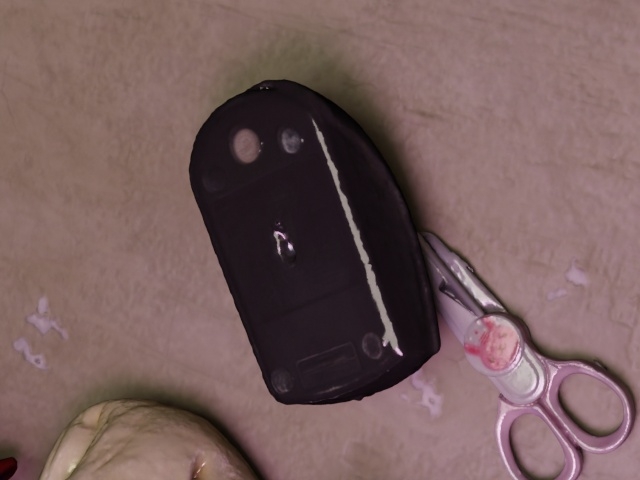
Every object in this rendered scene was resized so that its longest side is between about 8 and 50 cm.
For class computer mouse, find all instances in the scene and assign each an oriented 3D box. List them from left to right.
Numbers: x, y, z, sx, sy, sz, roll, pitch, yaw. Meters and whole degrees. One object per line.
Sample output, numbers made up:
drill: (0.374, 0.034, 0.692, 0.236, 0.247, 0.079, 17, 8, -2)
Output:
computer mouse: (0.000, 0.000, 1.353, 0.170, 0.100, 0.269, -23, 85, 42)

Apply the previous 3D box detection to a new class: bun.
bun: (-0.158, 0.272, 1.406, 0.259, 0.160, 0.259, 0, 91, 21)

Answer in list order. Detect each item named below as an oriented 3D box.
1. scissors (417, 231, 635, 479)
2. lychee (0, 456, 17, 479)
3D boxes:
scissors: (0.145, 0.088, 1.334, 0.118, 0.030, 0.242, -44, 76, 19)
lychee: (-0.459, 0.353, 1.414, 0.425, 0.424, 0.500, 34, 61, 19)
